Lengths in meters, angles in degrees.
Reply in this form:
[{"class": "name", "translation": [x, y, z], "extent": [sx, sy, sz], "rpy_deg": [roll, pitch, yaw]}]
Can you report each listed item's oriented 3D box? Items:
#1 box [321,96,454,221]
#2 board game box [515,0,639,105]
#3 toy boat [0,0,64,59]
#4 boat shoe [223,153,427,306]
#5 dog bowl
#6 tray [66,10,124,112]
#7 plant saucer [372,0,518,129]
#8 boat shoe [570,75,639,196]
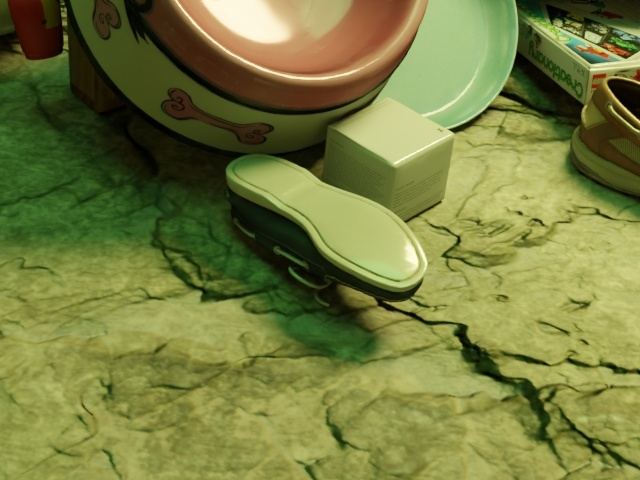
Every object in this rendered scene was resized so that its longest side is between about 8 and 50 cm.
[{"class": "box", "translation": [0.071, -0.083, 1.484], "extent": [0.102, 0.087, 0.101], "rpy_deg": [34, 45, 31]}, {"class": "board game box", "translation": [0.348, -0.260, 1.754], "extent": [0.192, 0.053, 0.305], "rpy_deg": [-8, 31, -17]}, {"class": "toy boat", "translation": [-0.388, -0.301, 1.602], "extent": [0.267, 0.148, 0.318], "rpy_deg": [-23, 26, -32]}, {"class": "boat shoe", "translation": [0.000, 0.000, 1.372], "extent": [0.254, 0.079, 0.095], "rpy_deg": [28, 44, 30]}, {"class": "dog bowl", "translation": [-0.060, -0.300, 1.471], "extent": [0.407, 0.150, 0.408], "rpy_deg": [6, 76, -25]}, {"class": "tray", "translation": [-0.106, -0.307, 1.657], "extent": [0.410, 0.203, 0.076], "rpy_deg": [-24, 45, -34]}, {"class": "plant saucer", "translation": [0.087, -0.274, 1.645], "extent": [0.317, 0.043, 0.318], "rpy_deg": [6, 75, -23]}, {"class": "boat shoe", "translation": [0.428, -0.086, 1.516], "extent": [0.324, 0.116, 0.123], "rpy_deg": [24, 40, 22]}]
